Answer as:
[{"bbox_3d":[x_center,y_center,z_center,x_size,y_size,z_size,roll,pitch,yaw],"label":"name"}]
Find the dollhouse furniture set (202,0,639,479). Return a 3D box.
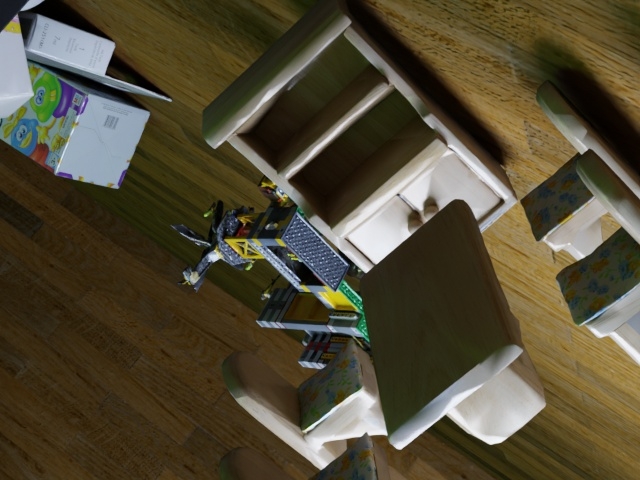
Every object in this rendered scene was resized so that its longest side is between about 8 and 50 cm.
[{"bbox_3d":[0.054,-0.006,1.071,0.256,0.362,0.394,41,-162,-23],"label":"dollhouse furniture set"}]

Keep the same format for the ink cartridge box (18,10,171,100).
[{"bbox_3d":[-0.376,-0.286,1.997,0.239,0.060,0.275,16,-178,-33],"label":"ink cartridge box"}]

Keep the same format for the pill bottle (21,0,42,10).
[{"bbox_3d":[-0.397,-0.385,1.450,0.264,0.146,0.146,38,169,5],"label":"pill bottle"}]

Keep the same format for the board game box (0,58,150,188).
[{"bbox_3d":[-0.440,-0.210,2.165,0.275,0.142,0.144,30,-169,37],"label":"board game box"}]

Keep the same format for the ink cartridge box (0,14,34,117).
[{"bbox_3d":[-0.518,-0.287,1.828,0.171,0.168,0.232,-15,86,64],"label":"ink cartridge box"}]

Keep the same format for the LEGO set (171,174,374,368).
[{"bbox_3d":[0.000,0.000,1.466,0.192,0.255,0.331,0,151,46],"label":"LEGO set"}]

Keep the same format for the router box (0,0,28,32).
[{"bbox_3d":[-0.351,-0.357,1.174,0.309,0.243,0.081,46,166,-33],"label":"router box"}]
